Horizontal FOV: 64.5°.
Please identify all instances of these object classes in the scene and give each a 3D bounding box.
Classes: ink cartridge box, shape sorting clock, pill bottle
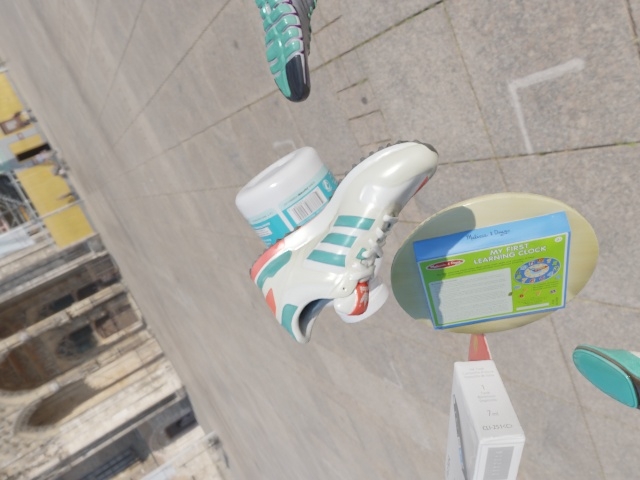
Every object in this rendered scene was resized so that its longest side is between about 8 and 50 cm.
[{"bbox_3d":[0.240,0.299,0.820,0.261,0.066,0.296,-90,-4,-56],"label":"ink cartridge box"},{"bbox_3d":[0.176,0.031,0.527,0.206,0.206,0.040,86,-177,-47],"label":"shape sorting clock"},{"bbox_3d":[0.000,0.000,0.781,0.264,0.146,0.146,55,161,-17],"label":"pill bottle"}]

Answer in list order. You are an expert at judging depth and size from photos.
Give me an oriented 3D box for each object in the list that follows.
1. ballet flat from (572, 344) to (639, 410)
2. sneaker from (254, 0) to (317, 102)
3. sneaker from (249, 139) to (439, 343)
[{"bbox_3d":[0.484,0.210,0.733,0.247,0.087,0.083,-139,28,-71],"label":"ballet flat"},{"bbox_3d":[-0.031,-0.316,0.731,0.083,0.098,0.223,-1,106,58],"label":"sneaker"},{"bbox_3d":[0.025,0.007,0.340,0.057,0.161,0.075,15,-140,-56],"label":"sneaker"}]
